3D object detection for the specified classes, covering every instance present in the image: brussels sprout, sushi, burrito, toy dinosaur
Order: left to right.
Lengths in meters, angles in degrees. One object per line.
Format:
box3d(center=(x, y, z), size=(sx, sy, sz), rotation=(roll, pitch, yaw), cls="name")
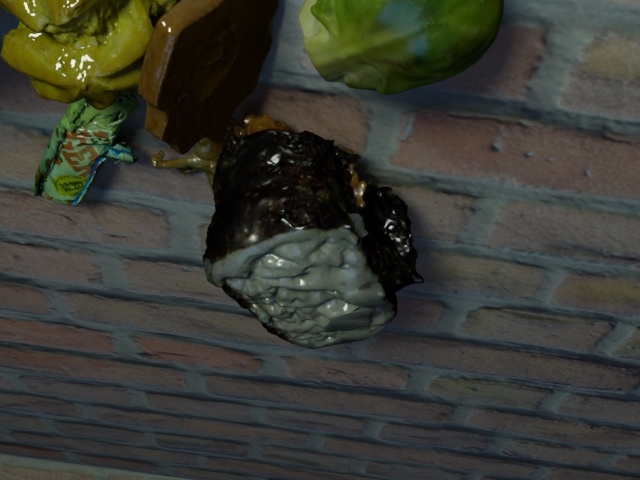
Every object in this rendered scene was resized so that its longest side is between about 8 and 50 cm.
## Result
box3d(center=(-0.290, -0.115, 0.929), size=(0.104, 0.054, 0.288), rotation=(23, 143, -22), cls="burrito")
box3d(center=(-0.135, -0.101, 0.936), size=(0.126, 0.039, 0.162), rotation=(-18, 140, 30), cls="toy dinosaur")
box3d(center=(0.000, 0.000, 0.923), size=(0.234, 0.207, 0.348), rotation=(-14, 148, 9), cls="sushi")
box3d(center=(0.070, -0.209, 0.655), size=(0.181, 0.143, 0.161), rotation=(-13, 177, 9), cls="brussels sprout")

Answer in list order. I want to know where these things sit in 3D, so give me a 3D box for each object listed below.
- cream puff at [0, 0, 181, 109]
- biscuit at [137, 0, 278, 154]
box3d(center=(-0.213, -0.212, 0.670), size=(0.195, 0.194, 0.221), rotation=(-1, 148, 12), cls="cream puff")
box3d(center=(-0.111, -0.169, 0.723), size=(0.034, 0.182, 0.215), rotation=(36, 152, 12), cls="biscuit")
